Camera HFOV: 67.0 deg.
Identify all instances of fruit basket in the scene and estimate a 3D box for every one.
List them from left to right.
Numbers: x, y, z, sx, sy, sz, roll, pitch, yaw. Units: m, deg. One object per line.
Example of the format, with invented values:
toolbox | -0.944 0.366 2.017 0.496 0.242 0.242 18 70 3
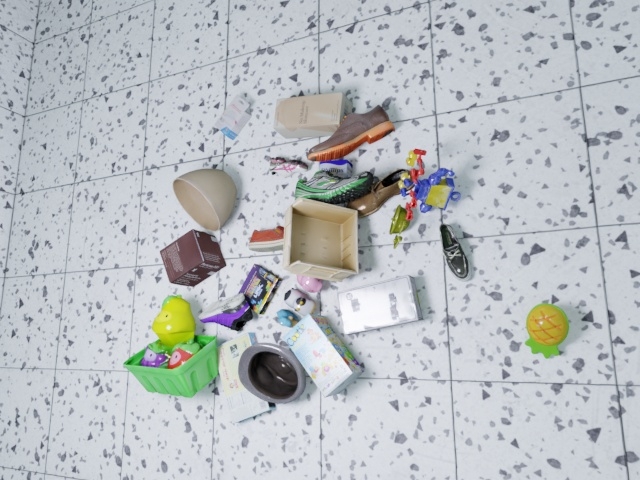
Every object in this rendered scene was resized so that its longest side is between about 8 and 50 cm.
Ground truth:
fruit basket | -0.620 0.430 2.005 0.391 0.283 0.392 14 118 27

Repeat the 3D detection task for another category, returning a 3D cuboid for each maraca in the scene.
maraca | 0.723 0.290 1.552 0.127 0.099 0.186 18 112 37

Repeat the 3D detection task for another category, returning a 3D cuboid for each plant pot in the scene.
plant pot | -0.482 -0.206 2.135 0.284 0.284 0.191 28 56 27

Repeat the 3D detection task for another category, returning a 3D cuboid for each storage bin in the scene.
storage bin | 0.000 0.000 1.820 0.123 0.260 0.262 140 137 -56

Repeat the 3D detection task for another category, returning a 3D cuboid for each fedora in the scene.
fedora | -0.170 0.501 1.885 0.275 0.124 0.244 11 102 17

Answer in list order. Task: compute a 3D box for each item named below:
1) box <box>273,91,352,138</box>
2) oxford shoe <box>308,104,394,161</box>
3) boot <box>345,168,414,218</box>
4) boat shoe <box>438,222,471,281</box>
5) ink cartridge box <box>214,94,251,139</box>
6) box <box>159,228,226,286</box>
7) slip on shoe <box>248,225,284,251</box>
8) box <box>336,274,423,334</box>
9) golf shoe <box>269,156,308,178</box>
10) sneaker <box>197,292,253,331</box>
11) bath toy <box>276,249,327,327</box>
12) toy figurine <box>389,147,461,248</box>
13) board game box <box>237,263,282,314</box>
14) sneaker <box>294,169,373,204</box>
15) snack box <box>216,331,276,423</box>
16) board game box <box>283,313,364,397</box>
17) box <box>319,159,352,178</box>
box | -0.033 -0.525 2.047 0.311 0.121 0.148 1 80 25
oxford shoe | 0.104 -0.420 1.914 0.363 0.130 0.133 -24 85 -8
boot | 0.216 -0.190 1.871 0.305 0.115 0.112 -31 71 18
boat shoe | 0.473 0.043 1.728 0.077 0.070 0.219 -25 70 18
ink cartridge box | -0.399 -0.575 2.259 0.104 0.061 0.181 44 99 25
box | -0.566 0.081 2.143 0.203 0.168 0.167 -31 67 17
slip on shoe | -0.156 -0.014 2.008 0.331 0.123 0.101 -5 74 29
box | 0.219 0.244 1.795 0.289 0.087 0.169 -17 73 21
golf shoe | -0.135 -0.310 2.090 0.186 0.067 0.086 13 112 26
sneaker | -0.399 0.331 2.054 0.293 0.102 0.146 -22 108 38
bath toy | -0.057 0.175 1.914 0.151 0.129 0.348 26 90 27
toy figurine | 0.395 -0.135 1.730 0.217 0.363 0.191 6 36 -9
board game box | -0.260 0.205 2.046 0.141 0.048 0.170 29 92 25
sneaker | 0.040 -0.215 1.859 0.343 0.134 0.146 -11 80 27
snack box | -0.317 0.563 1.992 0.187 0.060 0.322 -25 70 18
board game box | 0.012 0.428 1.822 0.144 0.142 0.275 -43 66 10
box | 0.059 -0.254 1.978 0.126 0.072 0.137 1 80 24
